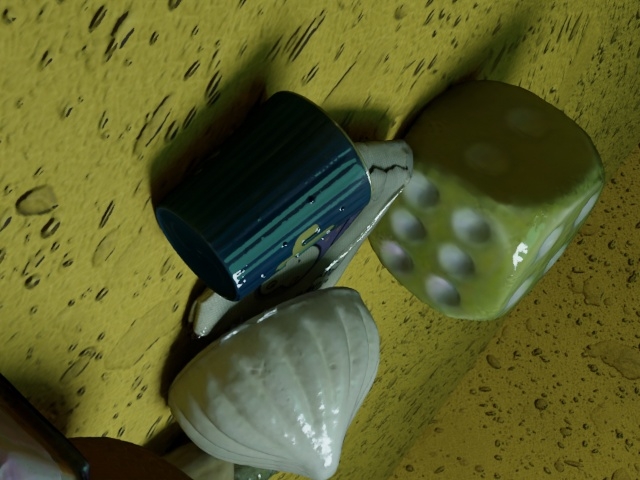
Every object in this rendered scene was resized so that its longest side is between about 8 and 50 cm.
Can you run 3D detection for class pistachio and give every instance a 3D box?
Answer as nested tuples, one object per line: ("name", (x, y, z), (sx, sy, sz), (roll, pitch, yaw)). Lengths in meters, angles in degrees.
("pistachio", (-0.174, 0.309, 1.218), (0.185, 0.108, 0.126), (-42, 151, -13))

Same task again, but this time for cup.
("cup", (-0.056, -0.028, 0.923), (0.155, 0.131, 0.176), (-41, 169, -21))

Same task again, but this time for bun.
("bun", (-0.028, 0.187, 1.165), (0.263, 0.175, 0.263), (-28, 163, -9))

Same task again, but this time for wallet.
("wallet", (-0.003, -0.001, 1.165), (0.275, 0.068, 0.335), (-59, 159, 21))

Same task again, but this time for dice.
("dice", (0.216, -0.050, 1.362), (0.233, 0.227, 0.238), (-38, 157, -34))

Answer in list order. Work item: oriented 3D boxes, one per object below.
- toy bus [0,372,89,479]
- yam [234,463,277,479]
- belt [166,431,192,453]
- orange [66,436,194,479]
("toy bus", (-0.343, 0.243, 0.652), (0.386, 0.171, 0.162), (-51, 151, -7))
("yam", (-0.103, 0.321, 1.477), (0.179, 0.078, 0.078), (-38, 155, -48))
("belt", (-0.167, 0.273, 1.297), (0.083, 0.036, 0.059), (-61, 159, 16))
("orange", (-0.206, 0.329, 0.865), (0.322, 0.322, 0.357), (-58, 175, 11))
